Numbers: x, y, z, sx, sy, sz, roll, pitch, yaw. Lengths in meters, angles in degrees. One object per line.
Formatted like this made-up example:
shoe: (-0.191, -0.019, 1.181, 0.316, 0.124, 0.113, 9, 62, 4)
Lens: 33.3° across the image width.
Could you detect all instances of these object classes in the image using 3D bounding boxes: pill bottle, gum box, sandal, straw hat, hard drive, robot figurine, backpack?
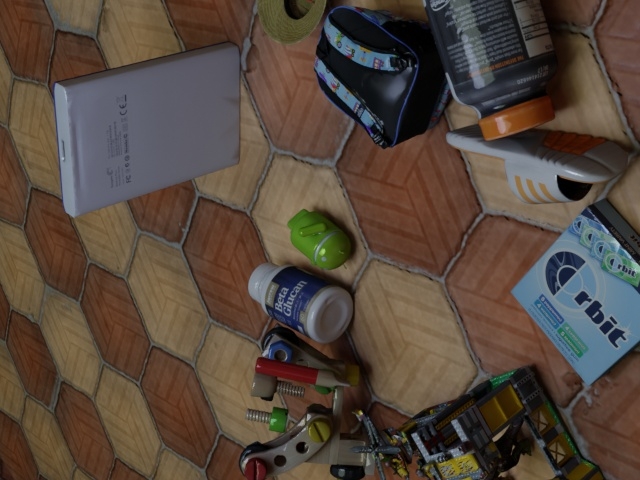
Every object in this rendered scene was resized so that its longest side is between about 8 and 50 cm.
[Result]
pill bottle: (-0.037, 0.094, 1.721, 0.169, 0.094, 0.094, 24, 124, 42)
gum box: (0.337, 0.066, 1.306, 0.157, 0.041, 0.184, 52, 140, 19)
sandal: (0.259, -0.087, 1.288, 0.265, 0.102, 0.076, 23, 126, 53)
straw hat: (-0.020, -0.347, 1.515, 0.144, 0.061, 0.144, 3, 94, 41)
hard drive: (-0.262, -0.179, 1.674, 0.040, 0.319, 0.210, 28, 128, 39)
robot figurine: (0.000, 0.000, 1.654, 0.115, 0.067, 0.101, 40, 162, 31)
pill bottle: (0.198, -0.244, 1.248, 0.130, 0.130, 0.245, -12, 97, 52)
backpack: (0.079, -0.229, 1.409, 0.173, 0.117, 0.158, 41, 135, 29)

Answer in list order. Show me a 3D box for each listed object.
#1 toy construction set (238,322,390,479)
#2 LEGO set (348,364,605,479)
toy construction set: (0.009, 0.261, 1.658, 0.309, 0.237, 0.257, 102, 180, -71)
LEGO set: (0.197, 0.325, 1.461, 0.331, 0.192, 0.255, -19, 96, 50)
